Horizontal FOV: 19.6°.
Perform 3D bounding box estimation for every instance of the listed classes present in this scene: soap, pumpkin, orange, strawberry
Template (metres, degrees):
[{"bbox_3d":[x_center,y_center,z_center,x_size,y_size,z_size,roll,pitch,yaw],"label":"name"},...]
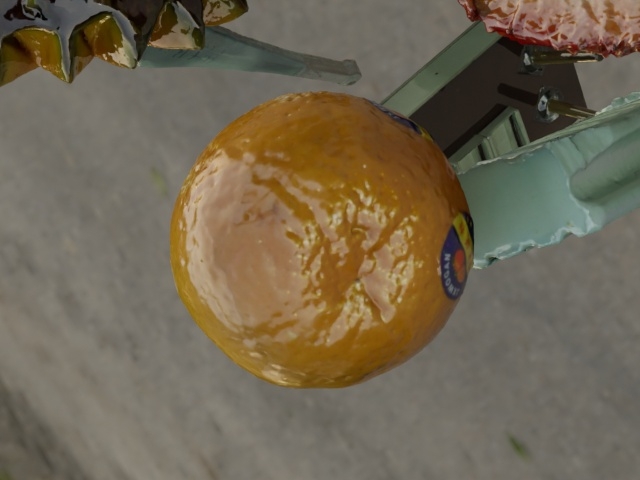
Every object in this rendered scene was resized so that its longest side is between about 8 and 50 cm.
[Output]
[{"bbox_3d":[0.174,-0.048,1.174,0.114,0.198,0.063,-18,94,42],"label":"soap"},{"bbox_3d":[-0.163,-0.197,1.233,0.130,0.254,0.149,40,144,57],"label":"pumpkin"},{"bbox_3d":[0.000,-0.001,1.082,0.155,0.177,0.177,37,148,52],"label":"orange"},{"bbox_3d":[0.213,-0.206,1.345,0.286,0.188,0.106,35,-173,37],"label":"strawberry"}]

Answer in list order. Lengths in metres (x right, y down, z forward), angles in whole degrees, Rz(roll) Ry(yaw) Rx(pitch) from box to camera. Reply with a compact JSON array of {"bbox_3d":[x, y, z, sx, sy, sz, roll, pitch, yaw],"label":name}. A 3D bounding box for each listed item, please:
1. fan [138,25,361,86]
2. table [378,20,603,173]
[{"bbox_3d":[-0.053,-0.147,1.510,0.057,0.282,0.023,-47,64,22],"label":"fan"},{"bbox_3d":[0.132,-0.078,1.468,0.111,0.240,0.121,23,147,46],"label":"table"}]
